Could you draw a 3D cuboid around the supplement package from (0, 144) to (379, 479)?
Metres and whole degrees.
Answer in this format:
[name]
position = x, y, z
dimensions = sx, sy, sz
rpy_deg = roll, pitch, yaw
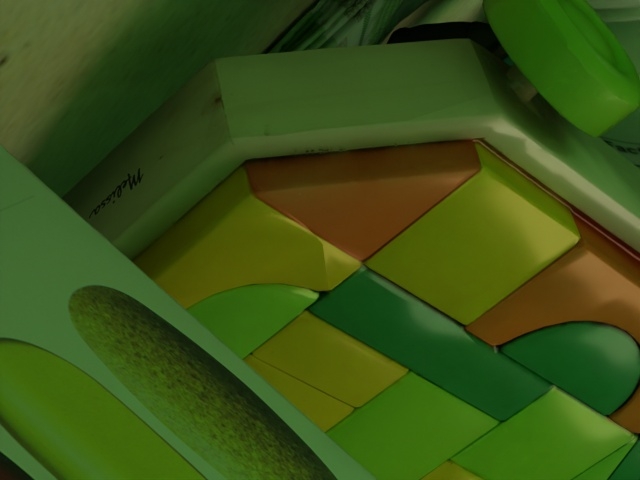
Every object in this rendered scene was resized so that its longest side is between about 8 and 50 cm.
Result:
[supplement package]
position = -0.055, 0.114, 0.342
dimensions = 0.134, 0.244, 0.139
rpy_deg = -52, 174, 26

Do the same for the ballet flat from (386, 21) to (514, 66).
[ballet flat]
position = 0.000, 0.000, 0.703
dimensions = 0.280, 0.096, 0.095
rpy_deg = -50, 145, -25

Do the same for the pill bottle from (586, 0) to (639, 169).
[pill bottle]
position = 0.171, -0.080, 0.595
dimensions = 0.160, 0.160, 0.283
rpy_deg = -49, 134, -7

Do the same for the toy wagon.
[toy wagon]
position = 0.054, 0.059, 0.544
dimensions = 0.267, 0.344, 0.068
rpy_deg = -39, -140, 24

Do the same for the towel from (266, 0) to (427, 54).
[towel]
position = 0.023, -0.097, 0.654
dimensions = 0.152, 0.023, 0.113
rpy_deg = -47, 173, -20
